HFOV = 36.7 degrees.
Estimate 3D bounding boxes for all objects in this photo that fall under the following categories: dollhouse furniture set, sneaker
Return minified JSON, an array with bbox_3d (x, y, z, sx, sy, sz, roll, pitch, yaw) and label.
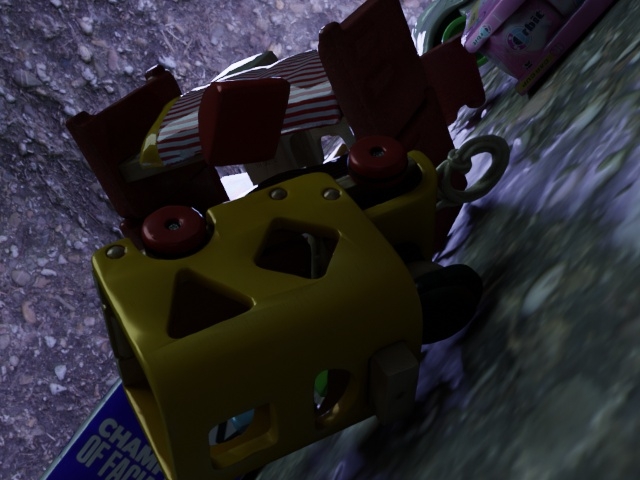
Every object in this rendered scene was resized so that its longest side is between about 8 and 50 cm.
[{"bbox_3d":[0.011,-0.110,0.727,0.201,0.152,0.374,-14,21,27],"label":"dollhouse furniture set"},{"bbox_3d":[0.204,-0.300,1.132,0.262,0.099,0.121,-57,10,26],"label":"sneaker"}]

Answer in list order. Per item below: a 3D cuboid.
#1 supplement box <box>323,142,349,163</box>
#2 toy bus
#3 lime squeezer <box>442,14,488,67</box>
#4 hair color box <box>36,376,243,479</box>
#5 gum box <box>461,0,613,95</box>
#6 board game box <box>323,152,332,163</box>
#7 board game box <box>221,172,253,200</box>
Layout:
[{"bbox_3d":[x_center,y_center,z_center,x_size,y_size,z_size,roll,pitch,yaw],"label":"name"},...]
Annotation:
[{"bbox_3d":[0.000,0.000,0.838,0.078,0.080,0.233,-46,5,28],"label":"supplement box"},{"bbox_3d":[0.004,0.034,0.428,0.202,0.191,0.104,-51,49,16],"label":"toy bus"},{"bbox_3d":[0.160,-0.199,1.055,0.110,0.058,0.310,-13,-24,-41],"label":"lime squeezer"},{"bbox_3d":[-0.168,0.215,0.662,0.338,0.110,0.185,-54,5,-10],"label":"hair color box"},{"bbox_3d":[0.168,-0.184,0.738,0.107,0.062,0.188,-49,6,21],"label":"gum box"},{"bbox_3d":[-0.031,-0.027,1.360,0.194,0.060,0.194,-52,7,-6],"label":"board game box"},{"bbox_3d":[-0.087,-0.070,1.574,0.210,0.047,0.160,-9,24,21],"label":"board game box"}]
